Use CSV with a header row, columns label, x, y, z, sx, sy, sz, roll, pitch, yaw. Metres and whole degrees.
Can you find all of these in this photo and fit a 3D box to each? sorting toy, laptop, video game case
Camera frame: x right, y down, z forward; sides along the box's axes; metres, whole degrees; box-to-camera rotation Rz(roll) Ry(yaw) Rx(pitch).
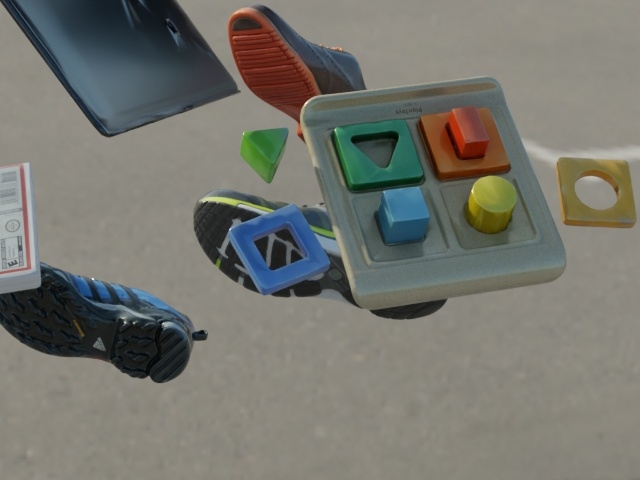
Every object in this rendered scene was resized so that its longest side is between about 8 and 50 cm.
label,x,y,z,sx,sy,sz,roll,pitch,yaw
sorting toy,0.094,-0.049,1.328,0.348,0.047,0.196,-8,61,-14
laptop,-0.301,-0.202,1.183,0.408,0.236,0.382,-1,9,10
video game case,-0.457,0.003,1.817,0.285,0.025,0.204,-9,41,-5

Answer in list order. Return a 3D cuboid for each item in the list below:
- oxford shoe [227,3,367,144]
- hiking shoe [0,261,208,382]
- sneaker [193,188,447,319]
label,x,y,z,sx,sy,sz,roll,pitch,yaw
oxford shoe,-0.016,-0.200,1.942,0.097,0.098,0.271,4,-32,37
hiking shoe,-0.310,0.102,2.198,0.304,0.113,0.132,25,14,3
sneaker,0.000,0.000,1.856,0.300,0.111,0.121,17,37,-13
